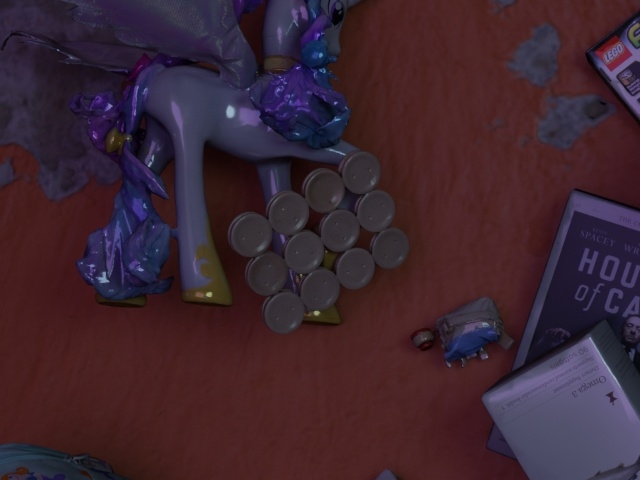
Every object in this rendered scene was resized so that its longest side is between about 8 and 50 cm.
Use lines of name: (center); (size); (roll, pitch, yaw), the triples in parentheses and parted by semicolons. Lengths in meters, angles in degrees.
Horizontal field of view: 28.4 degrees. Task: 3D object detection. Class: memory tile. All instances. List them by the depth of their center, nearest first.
memory tile: (0.000, 0.000, 1.058); (0.148, 0.012, 0.113); (-30, 112, -17)

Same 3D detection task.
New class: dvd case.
dvd case: (0.260, 0.096, 1.067); (0.179, 0.029, 0.239); (19, 99, 18)

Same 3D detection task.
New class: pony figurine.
pony figurine: (-0.109, -0.121, 1.118); (0.350, 0.303, 0.364); (6, 81, -15)

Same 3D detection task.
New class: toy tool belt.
toy tool belt: (0.125, 0.088, 1.113); (0.083, 0.052, 0.051); (-28, 69, 12)

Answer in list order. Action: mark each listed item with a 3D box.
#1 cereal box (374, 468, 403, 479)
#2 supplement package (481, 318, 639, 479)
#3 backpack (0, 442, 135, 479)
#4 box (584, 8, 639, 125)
cereal box: (0.041, 0.319, 1.034); (0.173, 0.240, 0.047); (-45, 117, 7)
supplement package: (0.225, 0.169, 1.011); (0.105, 0.105, 0.179); (-33, 83, 18)
backpack: (-0.254, 0.292, 1.101); (0.191, 0.253, 0.225); (38, 97, 36)
box: (0.345, -0.181, 1.084); (0.207, 0.036, 0.114); (-38, 75, 10)
